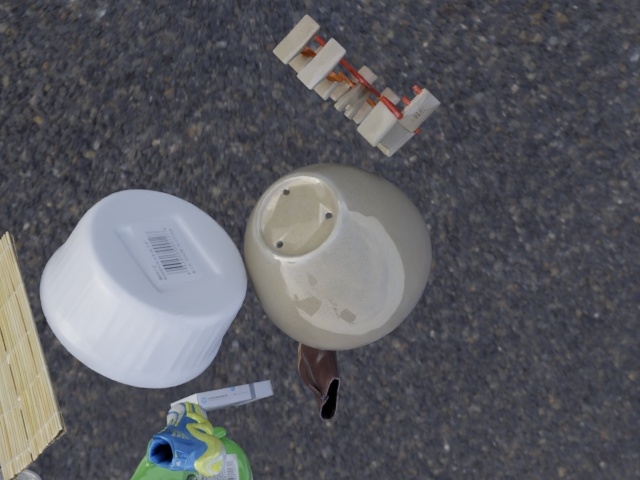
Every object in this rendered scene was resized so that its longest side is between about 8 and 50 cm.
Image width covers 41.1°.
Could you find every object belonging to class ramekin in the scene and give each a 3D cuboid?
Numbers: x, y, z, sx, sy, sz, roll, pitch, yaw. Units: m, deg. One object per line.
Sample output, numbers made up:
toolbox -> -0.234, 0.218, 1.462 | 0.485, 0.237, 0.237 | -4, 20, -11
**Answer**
ramekin -> -0.239, 0.057, 1.210 | 0.277, 0.277, 0.135 | 27, 127, -17

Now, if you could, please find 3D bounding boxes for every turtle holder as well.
turtle holder -> -0.306, 0.573, 1.901 | 0.320, 0.243, 0.227 | -34, 157, -20

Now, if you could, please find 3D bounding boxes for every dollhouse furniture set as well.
dollhouse furniture set -> 0.082, -0.288, 1.567 | 0.135, 0.259, 0.262 | -47, 152, 11

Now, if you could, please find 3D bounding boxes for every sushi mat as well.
sushi mat -> -0.427, 0.158, 1.170 | 0.151, 0.316, 0.019 | -40, 150, 27

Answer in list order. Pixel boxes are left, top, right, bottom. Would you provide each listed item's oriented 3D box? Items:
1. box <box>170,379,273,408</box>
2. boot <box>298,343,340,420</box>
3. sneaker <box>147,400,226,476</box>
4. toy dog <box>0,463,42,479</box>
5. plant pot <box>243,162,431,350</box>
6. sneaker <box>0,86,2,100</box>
box -> -0.222, 0.357, 1.918 | 0.186, 0.145, 0.038 | -6, 76, -35
boot -> 0.013, 0.204, 1.697 | 0.090, 0.207, 0.248 | 0, 122, -17
sneaker -> -0.269, 0.360, 1.585 | 0.126, 0.240, 0.091 | 11, 94, -30
toy dog -> -0.582, 0.386, 1.211 | 0.334, 0.220, 0.161 | -2, 122, -42
plant pot -> 0.000, 0.000, 1.242 | 0.284, 0.284, 0.191 | -32, 151, 8
sneaker -> -0.617, -0.205, 1.469 | 0.105, 0.296, 0.147 | 3, 107, -11
